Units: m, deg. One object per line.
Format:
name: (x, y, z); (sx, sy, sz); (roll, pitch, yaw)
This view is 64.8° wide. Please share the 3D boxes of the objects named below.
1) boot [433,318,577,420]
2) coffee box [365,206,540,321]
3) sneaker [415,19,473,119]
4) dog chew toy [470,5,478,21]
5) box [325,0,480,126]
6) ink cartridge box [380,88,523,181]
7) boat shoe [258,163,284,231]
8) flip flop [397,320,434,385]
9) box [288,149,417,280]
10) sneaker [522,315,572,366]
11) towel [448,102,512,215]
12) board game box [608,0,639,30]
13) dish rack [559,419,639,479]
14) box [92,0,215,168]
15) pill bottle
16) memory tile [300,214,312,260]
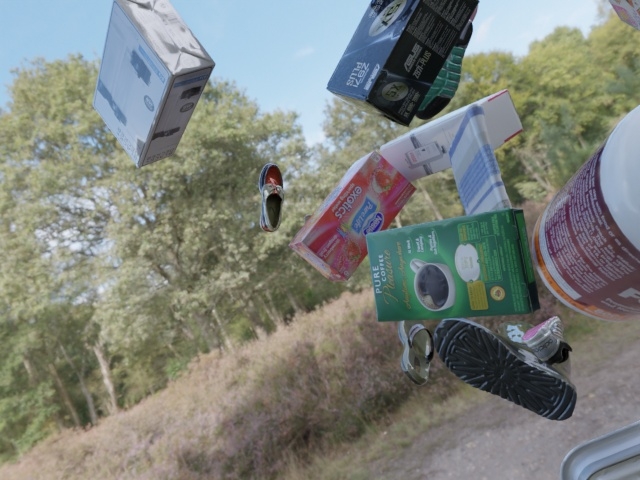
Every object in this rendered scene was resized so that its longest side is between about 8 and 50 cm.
boot: (0.523, 0.292, 1.417); (0.146, 0.367, 0.445); (-63, -17, 19)
coffee box: (0.141, 0.032, 0.572); (0.184, 0.113, 0.040); (-12, -5, 39)
sneaker: (0.263, -0.354, 1.074); (0.223, 0.083, 0.098); (-65, -10, 3)
dog chew toy: (0.356, -0.672, 1.443); (0.207, 0.206, 0.332); (-29, 7, 32)
box: (0.103, -0.262, 0.690); (0.180, 0.078, 0.147); (-60, 29, 11)
ink cartridge box: (0.326, -0.256, 1.278); (0.207, 0.117, 0.283); (-33, 11, -37)
boat shoe: (-0.093, -0.084, 0.978); (0.049, 0.136, 0.043); (5, -5, -22)
flip flop: (0.279, 0.291, 1.420); (0.080, 0.112, 0.277); (-51, 6, 25)
box: (0.079, -0.057, 1.262); (0.300, 0.154, 0.142); (-51, 10, -14)
sneaker: (0.424, 0.190, 0.930); (0.063, 0.074, 0.170); (-39, -19, 25)
towel: (0.289, -0.073, 0.881); (0.034, 0.284, 0.209); (-13, -15, 2)
board game box: (0.820, -0.584, 1.242); (0.242, 0.316, 0.064); (27, -60, -35)
dish rack: (0.546, 0.377, 0.719); (0.333, 0.285, 0.072); (-25, 11, 7)
box: (-0.313, -0.279, 0.917); (0.087, 0.169, 0.290); (-35, -2, -37)
pill bottle: (0.420, -0.038, 0.601); (0.224, 0.224, 0.392); (-26, -18, -1)
memory tile: (0.000, 0.000, 1.458); (0.113, 0.147, 0.012); (12, -26, -14)
